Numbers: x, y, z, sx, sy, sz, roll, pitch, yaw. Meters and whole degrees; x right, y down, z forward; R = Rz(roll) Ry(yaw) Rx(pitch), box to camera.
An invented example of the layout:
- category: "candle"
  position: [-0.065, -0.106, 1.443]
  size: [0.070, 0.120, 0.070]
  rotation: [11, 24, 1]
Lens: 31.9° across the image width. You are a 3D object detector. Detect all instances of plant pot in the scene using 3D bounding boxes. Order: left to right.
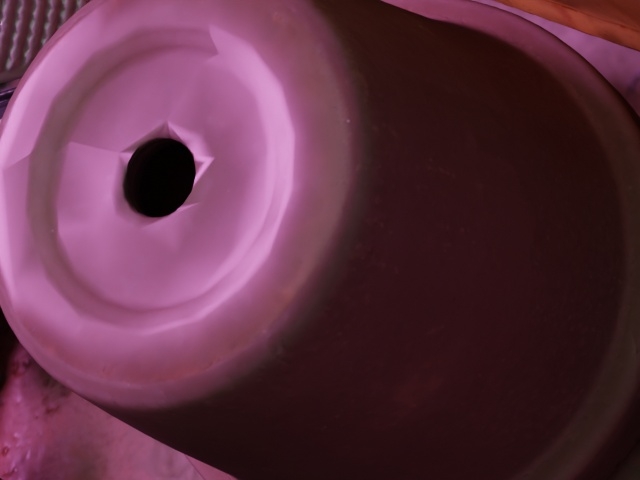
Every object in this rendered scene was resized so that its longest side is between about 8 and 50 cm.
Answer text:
- category: "plant pot"
  position: [0.000, 0.000, 0.450]
  size: [0.263, 0.229, 0.263]
  rotation: [-6, 77, 24]

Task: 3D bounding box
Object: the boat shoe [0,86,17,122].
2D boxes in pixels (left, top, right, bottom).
- category: "boat shoe"
  position: [-0.160, -0.039, 0.666]
  size: [0.340, 0.127, 0.113]
  rotation: [-26, 33, 4]

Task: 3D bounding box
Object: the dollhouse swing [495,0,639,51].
- category: "dollhouse swing"
  position: [0.108, -0.236, 0.480]
  size: [0.347, 0.305, 0.315]
  rotation: [32, 88, 41]

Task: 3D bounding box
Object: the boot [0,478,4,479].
- category: "boot"
  position: [-0.276, 0.178, 0.603]
  size: [0.246, 0.094, 0.207]
  rotation: [-45, 89, 1]

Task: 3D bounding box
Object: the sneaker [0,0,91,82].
- category: "sneaker"
  position: [-0.262, -0.129, 0.685]
  size: [0.282, 0.102, 0.161]
  rotation: [-26, 19, -14]
